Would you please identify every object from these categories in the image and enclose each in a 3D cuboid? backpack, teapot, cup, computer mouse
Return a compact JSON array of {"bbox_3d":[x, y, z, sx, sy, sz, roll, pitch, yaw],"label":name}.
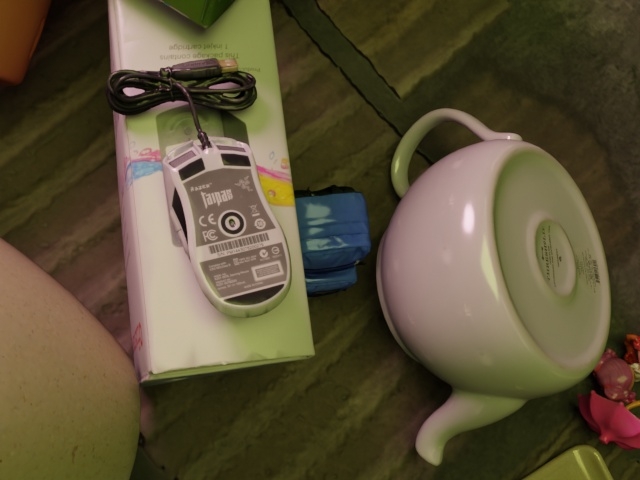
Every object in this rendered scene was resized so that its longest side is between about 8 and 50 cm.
[{"bbox_3d":[0.000,0.000,0.792,0.098,0.120,0.101,-11,82,-16],"label":"backpack"},{"bbox_3d":[0.139,0.031,0.796,0.252,0.187,0.256,56,45,-18],"label":"teapot"},{"bbox_3d":[-0.277,0.133,0.623,0.237,0.331,0.331,19,73,-37],"label":"cup"},{"bbox_3d":[-0.077,-0.035,0.588,0.106,0.042,0.193,-12,77,-21],"label":"computer mouse"}]

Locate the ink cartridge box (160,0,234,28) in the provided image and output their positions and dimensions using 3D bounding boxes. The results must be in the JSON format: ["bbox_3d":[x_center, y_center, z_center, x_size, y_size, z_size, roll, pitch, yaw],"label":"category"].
[{"bbox_3d":[-0.138,-0.300,0.619,0.255,0.097,0.189,31,51,1],"label":"ink cartridge box"}]

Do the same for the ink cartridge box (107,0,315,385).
[{"bbox_3d":[-0.106,-0.038,0.720,0.131,0.226,0.306,-6,81,-15],"label":"ink cartridge box"}]

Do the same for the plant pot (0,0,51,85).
[{"bbox_3d":[-0.339,-0.242,0.690,0.291,0.291,0.203,6,94,-13],"label":"plant pot"}]

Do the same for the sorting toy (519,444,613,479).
[{"bbox_3d":[0.231,0.332,0.826,0.208,0.038,0.193,-25,86,-17],"label":"sorting toy"}]

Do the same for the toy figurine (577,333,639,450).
[{"bbox_3d":[0.340,0.145,0.864,0.159,0.130,0.173,-11,60,-6],"label":"toy figurine"}]
